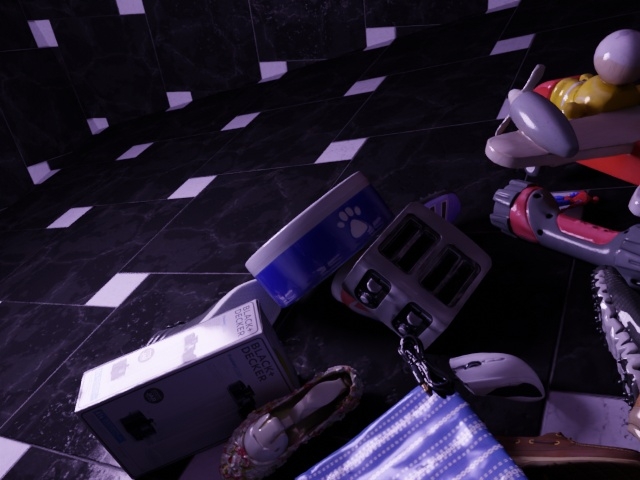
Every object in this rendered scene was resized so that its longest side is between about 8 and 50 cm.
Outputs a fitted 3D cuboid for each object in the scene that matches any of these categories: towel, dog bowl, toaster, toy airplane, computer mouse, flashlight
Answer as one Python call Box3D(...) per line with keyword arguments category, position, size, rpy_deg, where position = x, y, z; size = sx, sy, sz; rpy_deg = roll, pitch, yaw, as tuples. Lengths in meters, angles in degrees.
Box3D(category="towel", position=(0.110, 0.308, 0.622), size=(0.243, 0.040, 0.336), rpy_deg=(-39, 30, 1))
Box3D(category="dog bowl", position=(0.000, 0.000, 1.041), size=(0.265, 0.104, 0.265), rpy_deg=(-39, -1, 0))
Box3D(category="toaster", position=(0.156, 0.051, 0.918), size=(0.168, 0.110, 0.185), rpy_deg=(40, 62, 9))
Box3D(category="toy airplane", position=(0.500, -0.201, 0.963), size=(0.385, 0.272, 0.386), rpy_deg=(9, 29, 29))
Box3D(category="computer mouse", position=(0.202, 0.163, 0.744), size=(0.193, 0.042, 0.106), rpy_deg=(9, 20, -18))
Box3D(category="flashlight", position=(0.415, -0.020, 0.935), size=(0.103, 0.103, 0.304), rpy_deg=(-31, 29, -20))

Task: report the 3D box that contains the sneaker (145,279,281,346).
Box3D(category="sneaker", position=(-0.202, 0.159, 1.072), size=(0.147, 0.104, 0.296), rpy_deg=(-8, 23, 47))

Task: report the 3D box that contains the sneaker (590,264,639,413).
Box3D(category="sneaker", position=(0.415, 0.116, 0.744), size=(0.106, 0.078, 0.234), rpy_deg=(-11, 36, 16))

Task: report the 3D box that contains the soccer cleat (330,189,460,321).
Box3D(category="soccer cleat", position=(0.164, 0.025, 1.054), size=(0.318, 0.108, 0.116), rpy_deg=(-37, 52, -25))

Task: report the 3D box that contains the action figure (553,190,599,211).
Box3D(category="action figure", position=(0.444, -0.072, 1.070), size=(0.115, 0.030, 0.038), rpy_deg=(-3, 41, 23))

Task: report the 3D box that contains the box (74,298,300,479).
Box3D(category="box", position=(-0.190, 0.225, 0.887), size=(0.290, 0.169, 0.087), rpy_deg=(-22, 30, 0))

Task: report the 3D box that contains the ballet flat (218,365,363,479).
Box3D(category="ballet flat", position=(-0.042, 0.248, 0.821), size=(0.241, 0.077, 0.091), rpy_deg=(-34, 69, -19))

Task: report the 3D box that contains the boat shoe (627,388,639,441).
Box3D(category="boat shoe", position=(0.435, 0.226, 0.532), size=(0.103, 0.113, 0.302), rpy_deg=(-52, 38, -1))

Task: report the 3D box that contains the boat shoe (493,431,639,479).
Box3D(category="boat shoe", position=(0.264, 0.241, 0.652), size=(0.178, 0.064, 0.060), rpy_deg=(-10, 34, 26))
